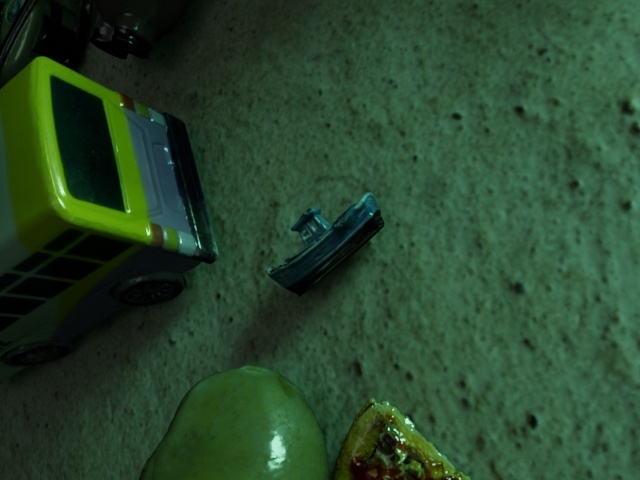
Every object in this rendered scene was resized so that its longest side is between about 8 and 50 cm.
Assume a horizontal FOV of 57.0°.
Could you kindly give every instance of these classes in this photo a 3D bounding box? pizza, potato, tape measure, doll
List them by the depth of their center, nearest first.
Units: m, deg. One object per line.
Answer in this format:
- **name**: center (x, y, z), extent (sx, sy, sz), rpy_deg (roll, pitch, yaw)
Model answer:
- **pizza**: center (0.085, 0.233, 0.481), extent (0.193, 0.053, 0.200), rpy_deg (-8, 75, 30)
- **potato**: center (-0.079, 0.228, 0.524), extent (0.178, 0.160, 0.235), rpy_deg (4, 64, 8)
- **doll**: center (-0.223, -0.366, 0.770), extent (0.182, 0.117, 0.257), rpy_deg (16, 90, 39)
- **tape measure**: center (-0.455, -0.315, 0.904), extent (0.235, 0.115, 0.207), rpy_deg (-8, 73, 30)

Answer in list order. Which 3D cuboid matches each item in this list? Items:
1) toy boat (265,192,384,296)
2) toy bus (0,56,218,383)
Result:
- **toy boat**: center (0.000, 0.000, 0.582), extent (0.137, 0.060, 0.061), rpy_deg (-43, 80, 23)
- **toy bus**: center (-0.368, 0.013, 0.692), extent (0.440, 0.249, 0.209), rpy_deg (-29, 65, 23)
